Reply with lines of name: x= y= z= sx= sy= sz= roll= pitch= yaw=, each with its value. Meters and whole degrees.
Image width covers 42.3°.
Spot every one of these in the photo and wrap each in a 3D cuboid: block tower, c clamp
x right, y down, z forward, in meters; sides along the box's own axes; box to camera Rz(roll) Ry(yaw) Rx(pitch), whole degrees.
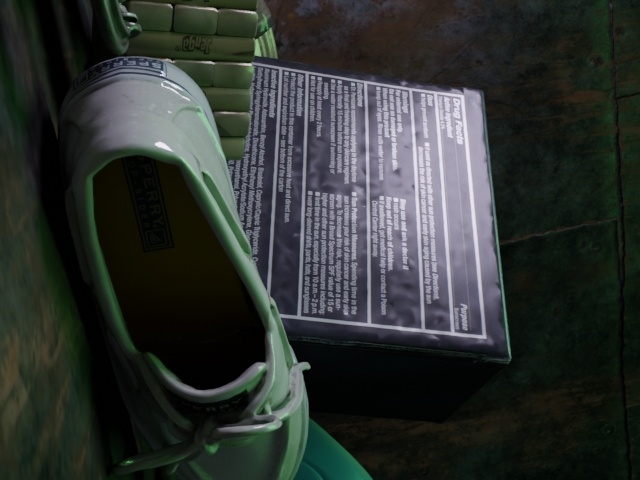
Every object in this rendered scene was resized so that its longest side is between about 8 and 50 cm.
block tower: x=-0.092 y=-0.210 z=0.536 sx=0.091 sy=0.097 sz=0.335 roll=38 pitch=-55 yaw=53
c clamp: x=-0.116 y=-0.172 z=0.444 sx=0.137 sy=0.022 sz=0.160 roll=139 pitch=-57 yaw=-81

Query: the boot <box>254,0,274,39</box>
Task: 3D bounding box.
boot: x=-0.157 y=-0.262 z=0.680 sx=0.263 sy=0.091 sz=0.229 roll=7 pitch=-46 yaw=49

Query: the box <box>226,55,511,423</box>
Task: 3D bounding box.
box: x=0.000 y=0.000 z=0.787 sx=0.182 sy=0.294 sz=0.296 roll=111 pitch=-17 yaw=-58

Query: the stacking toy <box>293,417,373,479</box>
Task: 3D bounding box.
stacking toy: x=-0.083 y=0.300 z=0.865 sx=0.166 sy=0.175 sz=0.302 roll=44 pitch=-33 yaw=1

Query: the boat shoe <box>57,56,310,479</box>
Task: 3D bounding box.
boat shoe: x=-0.072 y=0.079 z=0.523 sx=0.156 sy=0.136 sz=0.367 roll=-110 pitch=-170 yaw=-55

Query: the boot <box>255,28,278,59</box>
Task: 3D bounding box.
boot: x=-0.140 y=-0.243 z=0.905 sx=0.077 sy=0.165 sz=0.213 roll=-5 pitch=-56 yaw=43
